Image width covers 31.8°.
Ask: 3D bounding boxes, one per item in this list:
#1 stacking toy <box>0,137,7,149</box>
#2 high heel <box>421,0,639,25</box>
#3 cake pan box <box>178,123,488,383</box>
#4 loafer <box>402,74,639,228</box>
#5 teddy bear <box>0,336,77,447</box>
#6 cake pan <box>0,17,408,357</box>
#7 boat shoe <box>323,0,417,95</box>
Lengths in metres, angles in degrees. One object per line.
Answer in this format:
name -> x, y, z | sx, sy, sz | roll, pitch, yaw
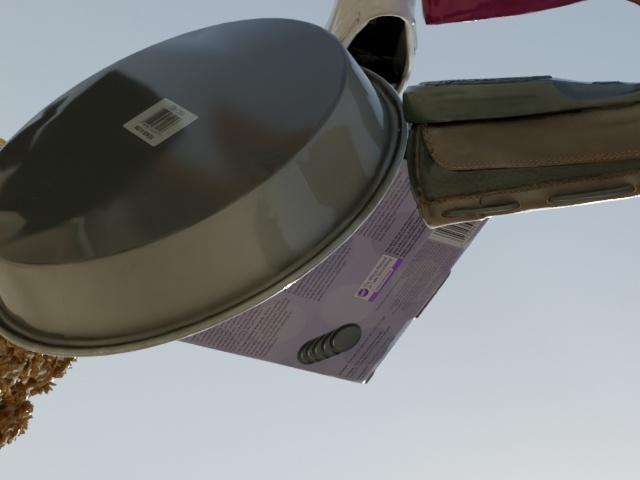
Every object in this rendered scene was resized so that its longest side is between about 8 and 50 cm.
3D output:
stacking toy -> -0.466, -0.095, 1.488 | 0.302, 0.166, 0.175 | 45, -21, 43
high heel -> 0.230, -0.172, 0.843 | 0.127, 0.377, 0.181 | -4, -113, 64
cake pan box -> 0.000, 0.000, 1.004 | 0.267, 0.246, 0.070 | -57, -144, 28
loafer -> 0.174, -0.044, 0.584 | 0.267, 0.096, 0.084 | 3, -80, 24
teddy bear -> -0.233, 0.046, 0.982 | 0.113, 0.338, 0.245 | 26, -19, 18
cake pan -> -0.092, -0.050, 0.701 | 0.293, 0.293, 0.054 | 17, -38, 45
boat shoe -> 0.045, -0.163, 1.080 | 0.267, 0.096, 0.088 | 113, -20, -59
